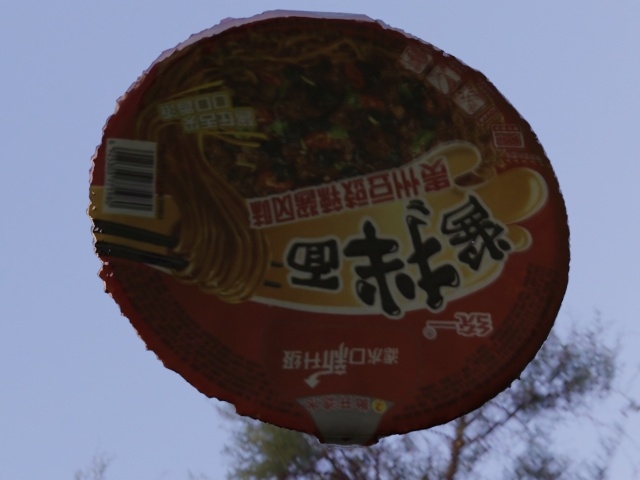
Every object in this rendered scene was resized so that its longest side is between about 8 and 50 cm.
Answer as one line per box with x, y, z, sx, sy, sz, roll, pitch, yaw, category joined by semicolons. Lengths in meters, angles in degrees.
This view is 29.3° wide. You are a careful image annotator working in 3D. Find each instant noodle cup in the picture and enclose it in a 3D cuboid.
0.000;0.000;0.705;0.274;0.274;0.091;-10;-24;-18;instant noodle cup
